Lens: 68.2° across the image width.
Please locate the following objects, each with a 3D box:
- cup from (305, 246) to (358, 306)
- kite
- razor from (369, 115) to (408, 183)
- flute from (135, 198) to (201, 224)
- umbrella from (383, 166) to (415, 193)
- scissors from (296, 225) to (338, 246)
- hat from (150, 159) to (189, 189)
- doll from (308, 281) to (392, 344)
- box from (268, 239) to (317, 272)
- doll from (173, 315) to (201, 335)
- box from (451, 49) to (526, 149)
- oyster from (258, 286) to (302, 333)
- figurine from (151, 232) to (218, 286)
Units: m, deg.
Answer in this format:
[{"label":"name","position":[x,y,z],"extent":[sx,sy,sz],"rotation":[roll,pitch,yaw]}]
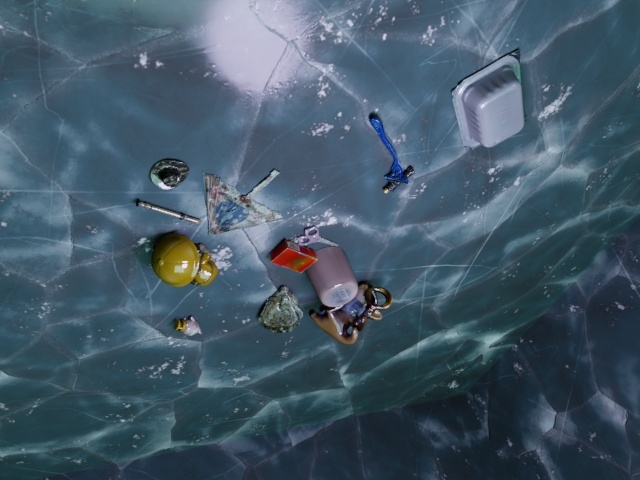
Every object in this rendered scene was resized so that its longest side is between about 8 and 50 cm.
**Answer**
[{"label":"cup","position":[0.047,0.184,2.050],"extent":[0.192,0.200,0.252],"rotation":[-7,138,-20]},{"label":"kite","position":[-0.282,-0.128,1.685],"extent":[0.368,0.014,0.406],"rotation":[-40,138,19]},{"label":"razor","position":[0.243,-0.332,1.703],"extent":[0.056,0.093,0.324],"rotation":[-59,142,-22]},{"label":"flute","position":[-0.508,-0.093,1.601],"extent":[0.233,0.027,0.027],"rotation":[20,124,-40]},{"label":"umbrella","position":[0.306,-0.234,1.846],"extent":[0.144,0.037,0.040],"rotation":[-39,152,12]},{"label":"scissors","position":[0.000,0.000,1.963],"extent":[0.212,0.021,0.110],"rotation":[19,127,-39]},{"label":"hat","position":[-0.468,-0.200,1.484],"extent":[0.121,0.050,0.121],"rotation":[-16,138,-15]},{"label":"doll","position":[0.141,0.323,2.209],"extent":[0.340,0.318,0.209],"rotation":[-25,122,-43]},{"label":"box","position":[-0.111,0.066,1.950],"extent":[0.112,0.048,0.175],"rotation":[-38,138,27]},{"label":"doll","position":[-0.565,0.368,2.052],"extent":[0.127,0.073,0.084],"rotation":[23,89,-39]},{"label":"box","position":[0.634,-0.467,1.703],"extent":[0.264,0.106,0.336],"rotation":[-30,141,6]},{"label":"oyster","position":[-0.174,0.328,2.185],"extent":[0.198,0.112,0.268],"rotation":[31,126,-22]},{"label":"figurine","position":[-0.483,0.086,1.705],"extent":[0.192,0.167,0.257],"rotation":[-51,138,9]}]
